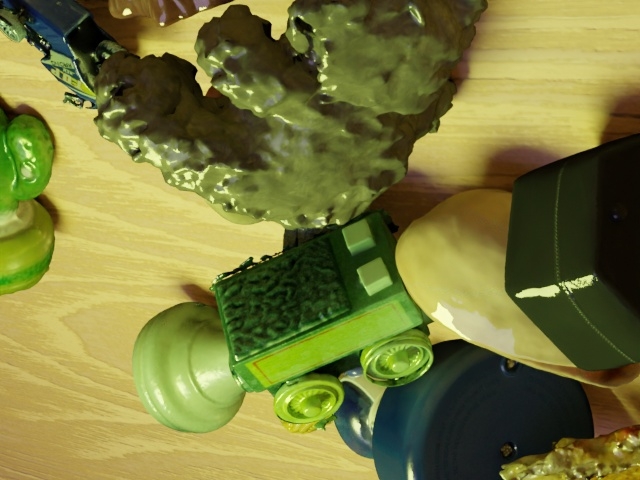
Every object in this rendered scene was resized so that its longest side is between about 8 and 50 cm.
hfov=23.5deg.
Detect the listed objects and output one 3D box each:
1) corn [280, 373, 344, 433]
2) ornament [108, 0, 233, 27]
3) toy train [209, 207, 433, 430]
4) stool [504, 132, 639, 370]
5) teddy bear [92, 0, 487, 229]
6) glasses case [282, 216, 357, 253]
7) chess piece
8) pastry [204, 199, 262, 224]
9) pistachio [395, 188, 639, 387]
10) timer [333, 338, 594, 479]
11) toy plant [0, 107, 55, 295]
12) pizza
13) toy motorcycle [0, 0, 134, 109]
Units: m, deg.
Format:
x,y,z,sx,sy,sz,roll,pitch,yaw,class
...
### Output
x,y,z,sx,sy,sz,roll,pitch,yaw,class
0.000,0.240,2.274,0.072,0.072,0.203,40,149,-8,corn
-0.135,-0.355,1.442,0.235,0.221,0.217,-22,123,8,ornament
0.009,0.094,1.797,0.272,0.159,0.188,-23,141,9,toy train
0.298,0.008,1.485,0.232,0.232,0.141,45,147,-17,stool
0.013,-0.169,1.497,0.367,0.357,0.224,-46,58,33,teddy bear
0.000,0.000,1.883,0.067,0.109,0.282,32,150,19,glasses case
-0.106,0.168,2.183,0.299,0.194,0.194,-14,125,42,chess piece
-0.083,-0.096,1.789,0.092,0.156,0.156,-7,131,34,pastry
0.224,0.055,1.656,0.299,0.187,0.187,27,150,8,pistachio
0.139,0.241,1.991,0.270,0.270,0.383,48,162,-21,timer
-0.489,-0.083,2.249,0.224,0.184,0.315,21,132,15,toy plant
0.363,0.266,1.816,0.297,0.071,0.189,-13,150,7,pizza
-0.319,-0.249,1.860,0.315,0.113,0.169,37,161,15,toy motorcycle
